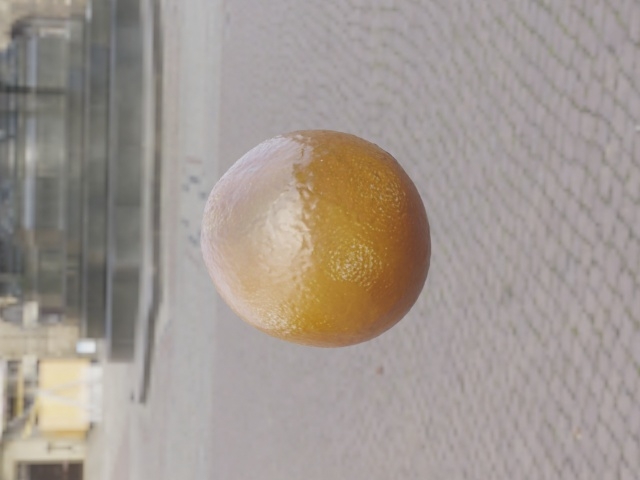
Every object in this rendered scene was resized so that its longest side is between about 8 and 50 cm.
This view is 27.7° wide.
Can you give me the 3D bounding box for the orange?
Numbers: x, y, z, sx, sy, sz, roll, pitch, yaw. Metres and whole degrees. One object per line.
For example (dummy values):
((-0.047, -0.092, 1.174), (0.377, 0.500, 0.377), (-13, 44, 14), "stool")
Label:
((0.000, 0.000, 1.132), (0.206, 0.206, 0.206), (-179, 90, -79), "orange")
